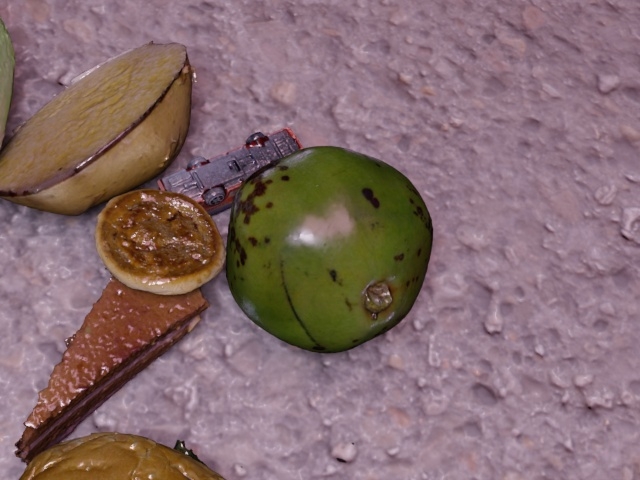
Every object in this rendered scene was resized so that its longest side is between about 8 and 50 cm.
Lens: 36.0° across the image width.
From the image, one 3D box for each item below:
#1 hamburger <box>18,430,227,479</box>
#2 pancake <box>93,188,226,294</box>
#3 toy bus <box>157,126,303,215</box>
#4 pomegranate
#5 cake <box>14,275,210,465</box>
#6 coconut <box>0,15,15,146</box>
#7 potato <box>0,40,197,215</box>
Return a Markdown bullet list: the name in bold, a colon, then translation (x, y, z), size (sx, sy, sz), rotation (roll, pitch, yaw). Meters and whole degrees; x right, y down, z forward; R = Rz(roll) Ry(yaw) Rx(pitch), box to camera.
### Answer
- **hamburger**: translation (-0.235, 0.318, 0.984), size (0.211, 0.132, 0.309), rotation (25, 65, 8)
- **pancake**: translation (-0.182, -0.002, 1.124), size (0.158, 0.028, 0.158), rotation (9, 47, -10)
- **toy bus**: translation (-0.114, -0.081, 1.271), size (0.192, 0.077, 0.065), rotation (-24, 72, -22)
- **pomegranate**: translation (0.000, 0.000, 1.167), size (0.254, 0.254, 0.270), rotation (-22, 49, -23)
- **cake**: translation (-0.232, 0.132, 1.102), size (0.113, 0.116, 0.295), rotation (32, 57, 7)
- **coconut**: translation (-0.514, -0.173, 1.117), size (0.328, 0.281, 0.328), rotation (25, 55, -44)
- **potato**: translation (-0.268, -0.119, 1.215), size (0.239, 0.116, 0.299), rotation (7, 46, 36)
